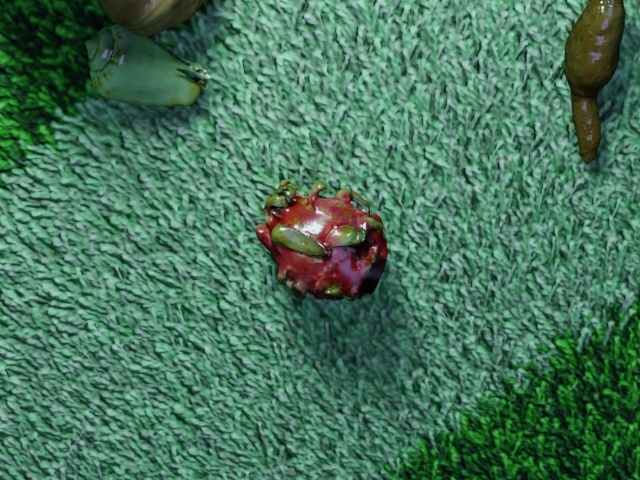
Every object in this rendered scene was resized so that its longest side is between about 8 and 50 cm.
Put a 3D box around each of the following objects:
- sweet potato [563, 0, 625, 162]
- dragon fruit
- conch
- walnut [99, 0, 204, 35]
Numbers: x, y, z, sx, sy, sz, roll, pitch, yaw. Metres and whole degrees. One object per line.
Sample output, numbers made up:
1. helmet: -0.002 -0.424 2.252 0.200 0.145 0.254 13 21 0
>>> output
1. sweet potato: 0.358 -0.229 1.951 0.074 0.075 0.269 1 121 -5
2. dragon fruit: 0.000 0.000 1.969 0.172 0.160 0.166 20 150 -8
3. conch: -0.234 -0.215 1.911 0.170 0.079 0.106 24 123 -20
4. walnut: -0.208 -0.338 1.827 0.166 0.149 0.167 -19 129 -26
